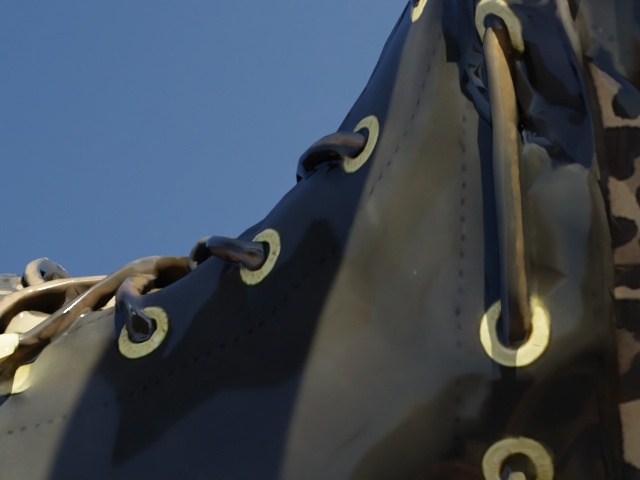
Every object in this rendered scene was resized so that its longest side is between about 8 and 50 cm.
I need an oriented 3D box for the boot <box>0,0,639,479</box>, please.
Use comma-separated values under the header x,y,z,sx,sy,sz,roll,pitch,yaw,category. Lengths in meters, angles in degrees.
x,y,z,sx,sy,sz,roll,pitch,yaw,category
0.000,0.000,0.490,0.138,0.284,0.377,-12,-91,-65,boot
